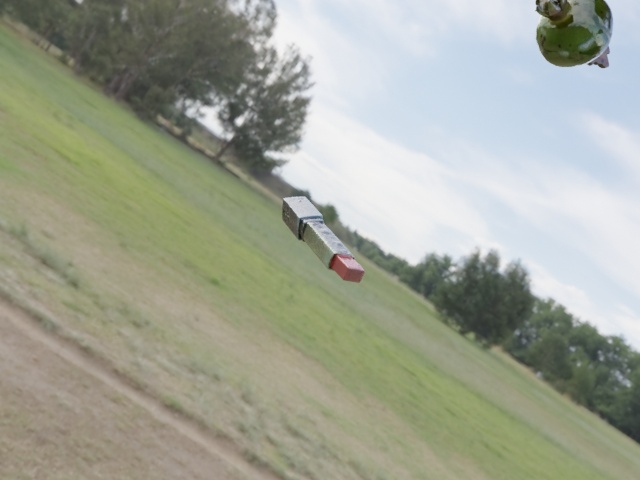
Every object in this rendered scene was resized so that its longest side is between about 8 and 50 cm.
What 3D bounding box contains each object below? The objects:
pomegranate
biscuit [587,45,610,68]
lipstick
[{"bbox_3d":[0.363,-0.320,1.073,0.142,0.115,0.114,31,2,-42],"label":"pomegranate"},{"bbox_3d":[0.692,-0.499,1.845,0.119,0.130,0.019,28,-19,-19],"label":"biscuit"},{"bbox_3d":[0.000,0.000,1.328,0.051,0.051,0.312,-3,26,-21],"label":"lipstick"}]
